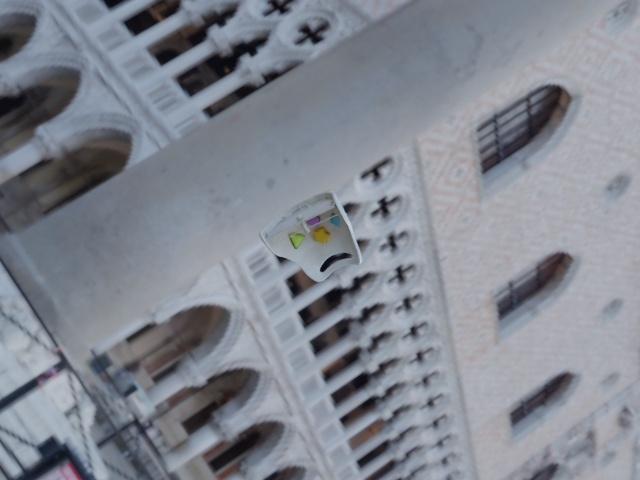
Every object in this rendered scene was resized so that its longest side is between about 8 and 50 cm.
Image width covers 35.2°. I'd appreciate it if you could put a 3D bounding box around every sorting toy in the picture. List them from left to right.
[{"bbox_3d":[0.000,0.000,0.936,0.075,0.083,0.045,59,22,-16],"label":"sorting toy"}]
